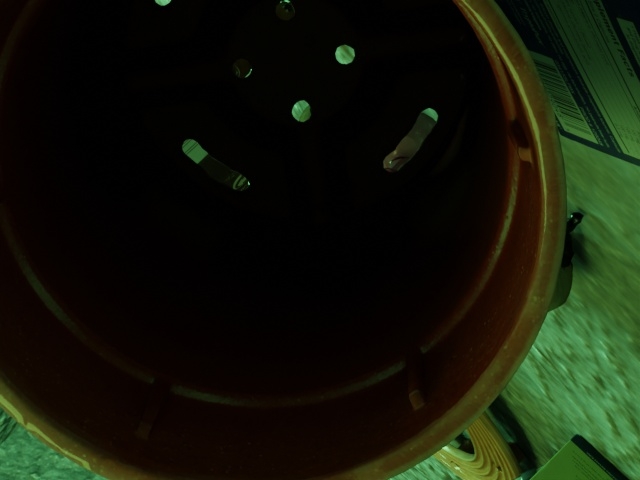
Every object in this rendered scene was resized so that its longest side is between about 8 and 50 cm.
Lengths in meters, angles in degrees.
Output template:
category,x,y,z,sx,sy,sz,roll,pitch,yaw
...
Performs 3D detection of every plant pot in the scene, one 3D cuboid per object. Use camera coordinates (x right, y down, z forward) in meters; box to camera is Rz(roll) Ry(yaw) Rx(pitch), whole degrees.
category,x,y,z,sx,sy,sz,roll,pitch,yaw
plant pot,-0.025,-0.055,0.811,0.272,0.272,0.265,50,-163,-12

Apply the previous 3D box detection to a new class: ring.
category,x,y,z,sx,sy,sz,roll,pitch,yaw
ring,0.078,0.120,1.625,0.336,0.032,0.336,45,168,12

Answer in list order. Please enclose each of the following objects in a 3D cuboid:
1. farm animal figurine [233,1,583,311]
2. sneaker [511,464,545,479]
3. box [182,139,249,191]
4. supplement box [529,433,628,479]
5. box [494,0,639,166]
category,x,y,z,sx,sy,sz,roll,pitch,yaw
farm animal figurine,0.000,0.000,1.171,0.330,0.172,0.327,43,125,19
sneaker,0.223,0.272,1.505,0.163,0.086,0.226,60,-177,5
box,-0.157,-0.036,1.686,0.191,0.143,0.381,43,169,16
supplement box,0.207,0.219,1.375,0.083,0.083,0.056,43,166,20
box,0.159,-0.075,0.746,0.225,0.036,0.136,33,161,54
